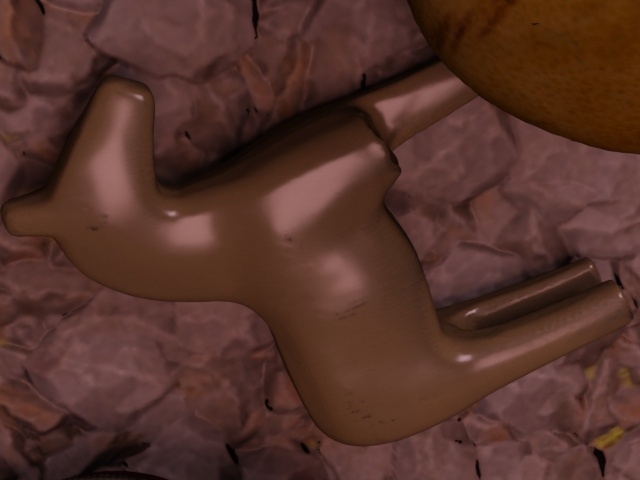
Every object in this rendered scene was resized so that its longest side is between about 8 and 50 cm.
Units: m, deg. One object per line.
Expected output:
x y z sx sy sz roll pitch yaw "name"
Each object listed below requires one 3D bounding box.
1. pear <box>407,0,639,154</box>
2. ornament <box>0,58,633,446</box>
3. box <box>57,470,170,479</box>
0.135 -0.131 0.476 0.209 0.209 0.208 -5 117 -10 "pear"
0.000 0.000 0.585 0.245 0.061 0.230 -27 117 -2 "ornament"
-0.118 0.308 0.663 0.263 0.108 0.404 26 109 -5 "box"
